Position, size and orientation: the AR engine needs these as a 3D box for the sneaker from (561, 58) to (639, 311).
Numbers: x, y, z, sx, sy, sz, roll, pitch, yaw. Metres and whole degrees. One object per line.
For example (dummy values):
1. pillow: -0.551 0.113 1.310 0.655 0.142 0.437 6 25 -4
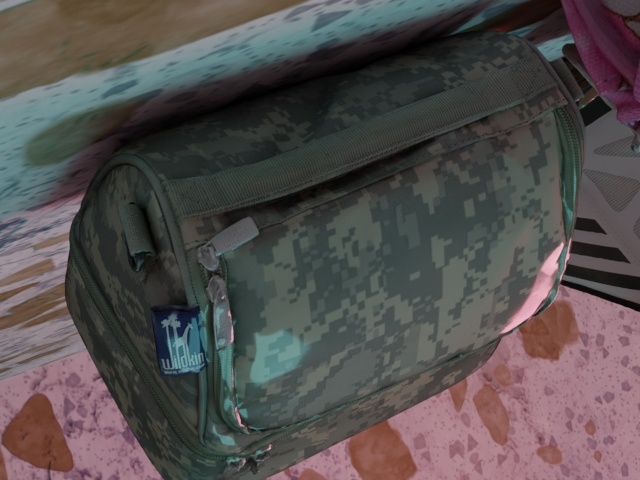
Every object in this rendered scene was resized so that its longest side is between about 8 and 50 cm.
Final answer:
1. sneaker: 0.366 -0.083 1.242 0.447 0.257 0.169 -24 175 32

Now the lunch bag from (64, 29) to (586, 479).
1. lunch bag: 0.000 0.000 0.913 0.305 0.212 0.256 -22 158 -24

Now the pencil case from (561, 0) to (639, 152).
1. pencil case: 0.213 -0.122 0.651 0.167 0.160 0.386 -16 179 23

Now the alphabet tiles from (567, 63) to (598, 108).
1. alphabet tiles: 0.206 -0.132 1.030 0.237 0.009 0.198 -39 -175 -25
